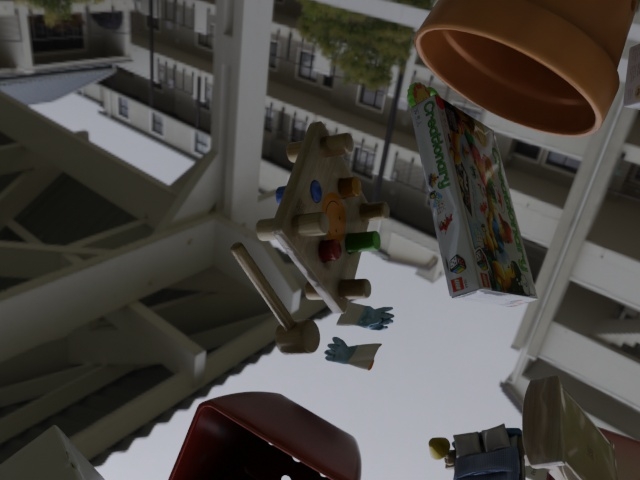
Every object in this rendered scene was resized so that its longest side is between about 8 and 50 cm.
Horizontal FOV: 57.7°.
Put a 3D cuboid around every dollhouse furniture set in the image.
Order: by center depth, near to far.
[{"bbox_3d":[0.270,0.389,0.894,0.198,0.303,0.286,46,-140,-24],"label":"dollhouse furniture set"}]

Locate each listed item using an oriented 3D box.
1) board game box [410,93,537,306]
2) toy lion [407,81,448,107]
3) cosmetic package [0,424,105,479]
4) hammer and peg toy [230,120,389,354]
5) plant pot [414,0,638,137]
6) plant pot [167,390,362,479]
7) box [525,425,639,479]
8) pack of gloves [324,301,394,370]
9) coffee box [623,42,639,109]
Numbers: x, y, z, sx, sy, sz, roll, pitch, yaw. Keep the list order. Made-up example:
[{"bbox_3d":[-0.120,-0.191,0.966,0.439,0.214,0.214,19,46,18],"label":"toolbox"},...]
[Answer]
[{"bbox_3d":[0.238,-0.055,0.899,0.193,0.053,0.305,12,-117,-47],"label":"board game box"},{"bbox_3d":[0.205,-0.266,1.122,0.034,0.096,0.100,-21,-157,42],"label":"toy lion"},{"bbox_3d":[-0.409,0.419,0.668,0.365,0.155,0.197,-35,-151,-22],"label":"cosmetic package"},{"bbox_3d":[0.000,0.000,1.002,0.127,0.266,0.361,-5,-131,29],"label":"hammer and peg toy"},{"bbox_3d":[0.311,-0.307,0.830,0.290,0.203,0.291,30,-178,-1],"label":"plant pot"},{"bbox_3d":[-0.077,0.403,0.960,0.267,0.267,0.235,26,-170,15],"label":"plant pot"},{"bbox_3d":[0.549,0.452,1.187,0.232,0.149,0.127,14,171,24],"label":"box"},{"bbox_3d":[0.116,0.272,1.638,0.232,0.046,0.195,-3,-130,55],"label":"pack of gloves"},{"bbox_3d":[0.558,-0.242,0.790,0.141,0.098,0.246,7,180,-7],"label":"coffee box"}]
